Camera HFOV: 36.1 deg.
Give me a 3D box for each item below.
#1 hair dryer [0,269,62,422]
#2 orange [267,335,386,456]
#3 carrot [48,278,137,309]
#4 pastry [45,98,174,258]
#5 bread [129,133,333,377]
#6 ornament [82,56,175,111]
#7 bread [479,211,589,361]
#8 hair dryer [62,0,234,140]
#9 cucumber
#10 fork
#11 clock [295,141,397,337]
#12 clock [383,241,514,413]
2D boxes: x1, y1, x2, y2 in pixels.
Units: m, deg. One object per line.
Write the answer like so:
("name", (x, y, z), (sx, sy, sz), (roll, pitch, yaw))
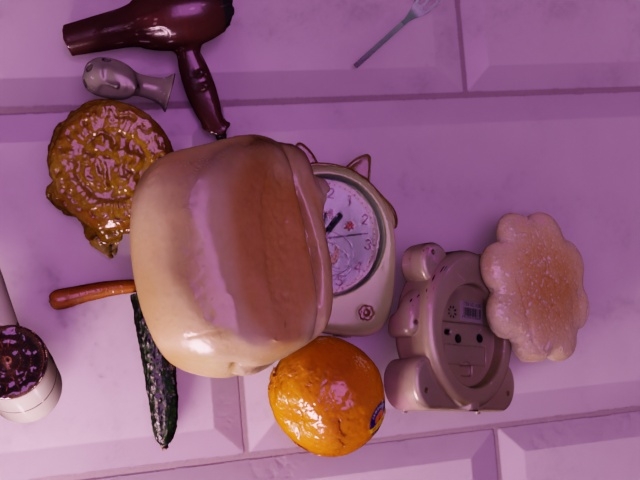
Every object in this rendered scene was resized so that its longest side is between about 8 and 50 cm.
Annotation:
("hair dryer", (-0.552, 0.122, 1.675), (0.128, 0.203, 0.361), (-20, 72, -14))
("orange", (0.014, 0.278, 1.771), (0.219, 0.219, 0.193), (40, 44, -8))
("carrot", (-0.394, 0.091, 1.773), (0.190, 0.037, 0.037), (-11, 89, -16))
("pastry", (-0.370, -0.126, 1.737), (0.235, 0.132, 0.240), (-42, 91, -11))
("bread", (-0.150, 0.033, 1.601), (0.348, 0.253, 0.375), (-13, 90, -56))
("ornament", (-0.341, -0.279, 1.737), (0.156, 0.081, 0.074), (14, 112, -11))
("bread", (0.424, 0.089, 1.905), (0.316, 0.054, 0.315), (7, 78, -39))
("hair dryer", (-0.276, -0.292, 1.810), (0.313, 0.123, 0.340), (-19, 102, -3))
("cucumber", (-0.291, 0.232, 1.775), (0.068, 0.067, 0.293), (-9, 89, -14))
("fork", (0.147, -0.418, 1.947), (0.235, 0.021, 0.039), (-43, 92, -11))
("clock", (0.000, 0.000, 1.834), (0.286, 0.117, 0.348), (9, 83, -12))
("clock", (0.248, 0.168, 1.842), (0.284, 0.114, 0.309), (9, 77, -38))
